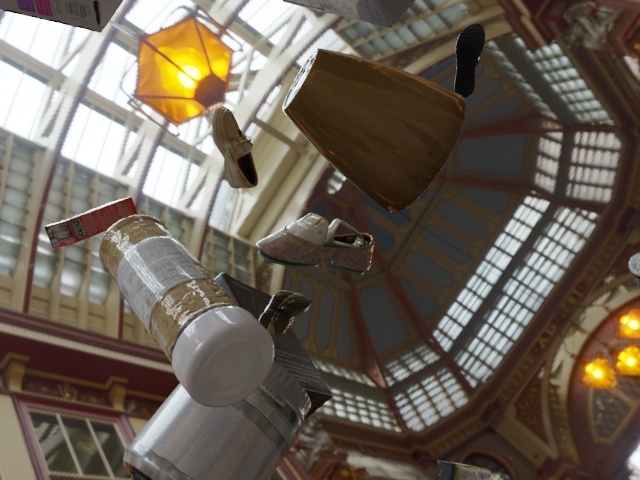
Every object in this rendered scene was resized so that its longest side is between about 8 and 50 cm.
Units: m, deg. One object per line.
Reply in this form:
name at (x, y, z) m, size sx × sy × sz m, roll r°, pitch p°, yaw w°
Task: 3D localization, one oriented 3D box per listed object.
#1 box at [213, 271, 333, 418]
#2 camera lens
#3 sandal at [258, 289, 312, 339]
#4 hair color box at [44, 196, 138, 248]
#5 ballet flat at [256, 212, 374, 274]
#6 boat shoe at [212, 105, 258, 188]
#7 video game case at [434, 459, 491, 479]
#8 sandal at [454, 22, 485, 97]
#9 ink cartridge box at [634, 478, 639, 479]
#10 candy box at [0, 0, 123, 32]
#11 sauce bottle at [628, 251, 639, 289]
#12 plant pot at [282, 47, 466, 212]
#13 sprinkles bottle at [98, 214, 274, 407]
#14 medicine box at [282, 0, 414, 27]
box at (-0.194, 0.330, 1.830) m, size 0.212 × 0.395 × 0.293 m, roll -39°, pitch -30°, yaw 8°
camera lens at (-0.172, 0.333, 1.082) m, size 0.274 × 0.219 × 0.219 m, roll -51°, pitch -42°, yaw -28°
sandal at (-0.077, 0.151, 1.272) m, size 0.180 × 0.072 × 0.049 m, roll -48°, pitch -19°, yaw -59°
hair color box at (-0.484, -0.039, 1.367) m, size 0.167 × 0.093 × 0.053 m, roll -30°, pitch -74°, yaw -50°
ballet flat at (0.000, 0.000, 1.334) m, size 0.316 × 0.107 × 0.106 m, roll 9°, pitch -71°, yaw -49°
boat shoe at (-0.152, -0.171, 1.197) m, size 0.063 × 0.059 × 0.170 m, roll -54°, pitch -37°, yaw -40°
video game case at (0.246, 0.547, 1.161) m, size 0.248 × 0.035 × 0.274 m, roll 36°, pitch -118°, yaw -55°
sandal at (0.367, -0.449, 1.602) m, size 0.040 × 0.067 × 0.179 m, roll -53°, pitch -28°, yaw -63°
ink cartridge box at (0.463, 0.356, 0.745) m, size 0.232 × 0.189 × 0.066 m, roll -22°, pitch -18°, yaw 10°
candy box at (-0.407, -0.415, 0.994) m, size 0.196 × 0.164 × 0.070 m, roll 12°, pitch -39°, yaw -1°
sauce bottle at (0.356, 0.043, 0.677) m, size 0.128 × 0.042 × 0.042 m, roll 25°, pitch -81°, yaw -42°
plant pot at (0.073, -0.208, 1.093) m, size 0.254 × 0.237 × 0.237 m, roll 28°, pitch -82°, yaw -16°
sprinkles bottle at (-0.201, 0.082, 0.901) m, size 0.121 × 0.355 × 0.121 m, roll -18°, pitch -56°, yaw -29°
medicine box at (0.072, -0.505, 1.026) m, size 0.263 × 0.289 × 0.149 m, roll -49°, pitch -42°, yaw -10°
